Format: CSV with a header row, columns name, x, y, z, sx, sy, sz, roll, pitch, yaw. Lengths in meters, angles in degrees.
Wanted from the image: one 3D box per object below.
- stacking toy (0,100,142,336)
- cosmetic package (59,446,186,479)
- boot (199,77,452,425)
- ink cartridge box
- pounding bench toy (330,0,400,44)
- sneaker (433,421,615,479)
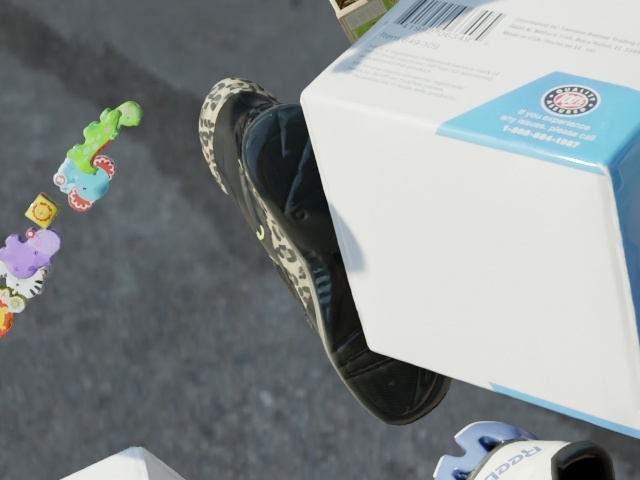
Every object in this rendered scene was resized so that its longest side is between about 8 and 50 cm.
name,x,y,z,sx,sy,sz,roll,pitch,yaw
stacking toy,-0.221,-0.022,1.691,0.052,0.167,0.221,36,97,-6
cosmetic package,-0.170,0.216,1.146,0.231,0.117,0.085,-24,52,13
boot,0.001,-0.002,1.337,0.085,0.236,0.178,-30,21,-7
ink cartridge box,0.161,-0.065,1.147,0.198,0.197,0.270,17,48,35
pounding bench toy,0.027,-0.205,1.560,0.052,0.083,0.065,-28,60,4
sneaker,0.138,0.265,1.441,0.127,0.182,0.315,34,63,-25
